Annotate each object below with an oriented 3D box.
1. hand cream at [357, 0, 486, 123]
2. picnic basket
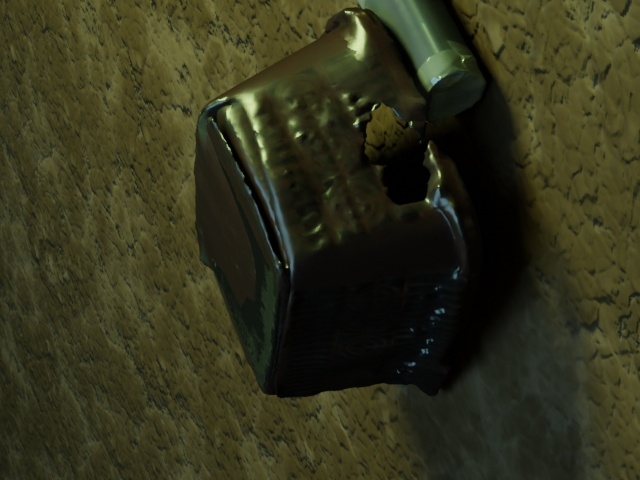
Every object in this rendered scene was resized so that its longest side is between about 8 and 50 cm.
[{"bbox_3d":[0.035,-0.190,1.181,0.255,0.048,0.079,63,157,27],"label":"hand cream"},{"bbox_3d":[0.000,0.000,1.216,0.297,0.129,0.222,99,148,-66],"label":"picnic basket"}]
